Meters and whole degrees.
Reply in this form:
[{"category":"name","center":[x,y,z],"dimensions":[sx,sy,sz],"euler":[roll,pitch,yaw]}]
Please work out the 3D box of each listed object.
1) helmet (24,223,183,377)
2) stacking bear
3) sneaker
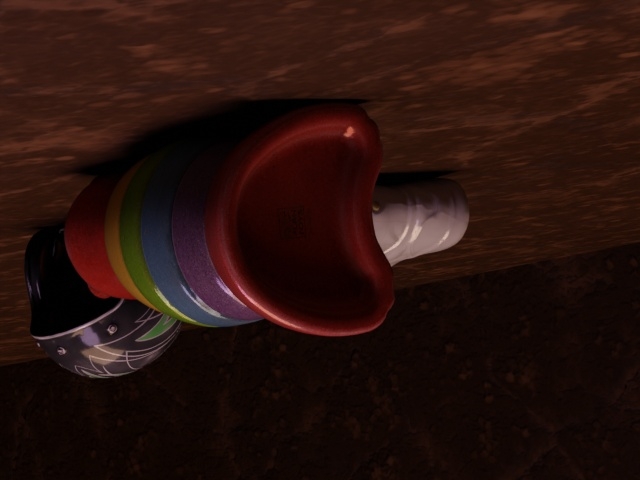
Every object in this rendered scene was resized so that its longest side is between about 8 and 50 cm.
[{"category":"helmet","center":[-0.216,0.058,1.758],"dimensions":[0.169,0.161,0.169],"euler":[-8,174,-1]},{"category":"stacking bear","center":[-0.099,-0.008,1.382],"dimensions":[0.164,0.175,0.289],"euler":[-6,-179,-39]},{"category":"sneaker","center":[0.000,0.000,1.836],"dimensions":[0.169,0.108,0.292],"euler":[-1,161,-39]}]
